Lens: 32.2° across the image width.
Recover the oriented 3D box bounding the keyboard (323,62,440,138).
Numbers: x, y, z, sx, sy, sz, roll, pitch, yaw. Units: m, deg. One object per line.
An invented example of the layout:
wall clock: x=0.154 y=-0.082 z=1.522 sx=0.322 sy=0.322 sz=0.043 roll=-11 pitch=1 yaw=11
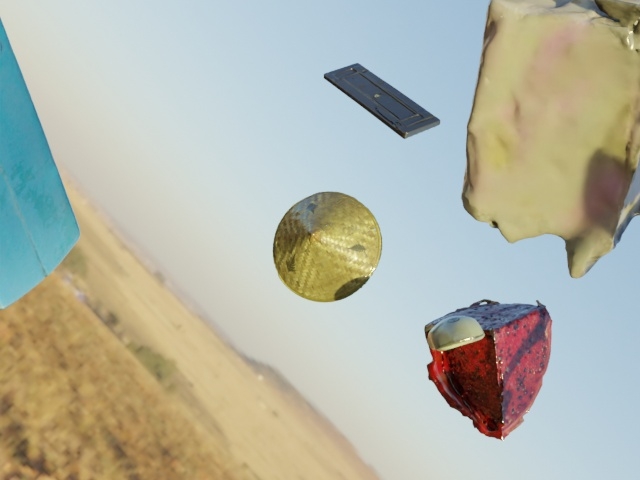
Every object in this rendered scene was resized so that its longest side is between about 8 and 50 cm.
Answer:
keyboard: x=0.081 y=-0.195 z=1.519 sx=0.204 sy=0.061 sz=0.013 roll=43 pitch=-32 yaw=45

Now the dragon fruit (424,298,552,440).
dragon fruit: x=0.220 y=0.161 z=1.414 sx=0.120 sy=0.127 sz=0.161 roll=1 pitch=-81 yaw=54

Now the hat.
hat: x=0.000 y=0.000 z=1.379 sx=0.146 sy=0.146 sz=0.067 roll=44 pitch=1 yaw=21

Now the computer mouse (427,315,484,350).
computer mouse: x=0.145 y=0.100 z=1.219 sx=0.110 sy=0.055 sz=0.032 roll=119 pitch=-45 yaw=-84

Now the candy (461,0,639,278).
candy: x=0.190 y=-0.107 z=0.809 sx=0.137 sy=0.185 sz=0.195 roll=17 pitch=-57 yaw=19

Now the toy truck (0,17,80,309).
toy truck: x=-0.358 y=-0.105 z=1.024 sx=0.162 sy=0.161 sz=0.385 roll=18 pitch=-42 yaw=29
